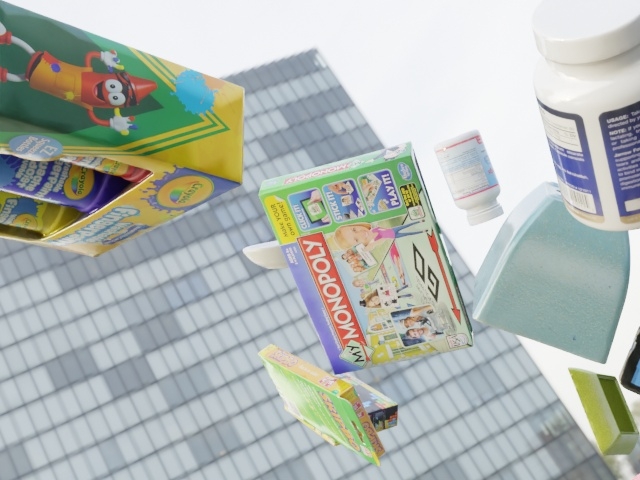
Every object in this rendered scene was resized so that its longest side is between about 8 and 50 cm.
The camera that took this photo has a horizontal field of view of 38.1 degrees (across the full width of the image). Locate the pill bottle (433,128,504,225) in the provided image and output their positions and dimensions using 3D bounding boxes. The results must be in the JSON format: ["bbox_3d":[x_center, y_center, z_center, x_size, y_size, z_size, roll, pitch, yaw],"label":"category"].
[{"bbox_3d":[0.269,-0.111,1.653,0.087,0.160,0.087,-22,4,1],"label":"pill bottle"}]

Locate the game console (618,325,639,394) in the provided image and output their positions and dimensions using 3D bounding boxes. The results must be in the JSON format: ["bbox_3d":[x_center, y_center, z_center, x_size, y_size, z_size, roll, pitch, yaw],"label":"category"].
[{"bbox_3d":[0.823,0.264,2.028,0.173,0.293,0.250,-59,-27,-18],"label":"game console"}]

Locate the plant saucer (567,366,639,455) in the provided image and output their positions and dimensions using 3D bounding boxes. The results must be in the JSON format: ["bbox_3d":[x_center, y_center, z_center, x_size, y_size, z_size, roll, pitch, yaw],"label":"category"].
[{"bbox_3d":[0.600,0.349,1.928,0.045,0.188,0.188,-29,-25,28],"label":"plant saucer"}]

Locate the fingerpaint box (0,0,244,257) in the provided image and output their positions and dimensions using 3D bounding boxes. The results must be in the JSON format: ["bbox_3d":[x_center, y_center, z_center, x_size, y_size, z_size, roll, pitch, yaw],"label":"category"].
[{"bbox_3d":[-0.385,-0.126,1.341,0.371,0.163,0.445,15,-23,-38],"label":"fingerpaint box"}]

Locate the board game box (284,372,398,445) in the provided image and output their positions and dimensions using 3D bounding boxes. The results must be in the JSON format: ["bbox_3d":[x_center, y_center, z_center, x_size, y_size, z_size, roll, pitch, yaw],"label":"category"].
[{"bbox_3d":[0.036,0.305,1.705,0.141,0.170,0.048,-10,-70,-33],"label":"board game box"}]

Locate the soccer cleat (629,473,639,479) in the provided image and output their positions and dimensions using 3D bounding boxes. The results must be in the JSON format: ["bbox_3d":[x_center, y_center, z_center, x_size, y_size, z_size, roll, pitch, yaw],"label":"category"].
[{"bbox_3d":[0.307,0.344,1.032,0.248,0.083,0.095,-48,-15,17],"label":"soccer cleat"}]

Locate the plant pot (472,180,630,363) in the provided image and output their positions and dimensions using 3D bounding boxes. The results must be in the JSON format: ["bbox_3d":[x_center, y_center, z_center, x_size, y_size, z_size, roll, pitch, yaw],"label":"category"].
[{"bbox_3d":[0.441,0.036,1.705,0.247,0.248,0.252,-57,-15,-72],"label":"plant pot"}]

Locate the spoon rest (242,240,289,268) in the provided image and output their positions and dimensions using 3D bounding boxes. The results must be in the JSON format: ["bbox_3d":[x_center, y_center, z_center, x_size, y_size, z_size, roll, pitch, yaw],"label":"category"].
[{"bbox_3d":[0.000,0.000,1.636,0.277,0.084,0.137,-5,3,2],"label":"spoon rest"}]

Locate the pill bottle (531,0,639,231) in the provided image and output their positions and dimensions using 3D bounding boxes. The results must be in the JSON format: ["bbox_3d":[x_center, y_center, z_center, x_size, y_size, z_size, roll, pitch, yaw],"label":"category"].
[{"bbox_3d":[0.324,-0.151,1.037,0.153,0.153,0.264,-30,-52,-5],"label":"pill bottle"}]

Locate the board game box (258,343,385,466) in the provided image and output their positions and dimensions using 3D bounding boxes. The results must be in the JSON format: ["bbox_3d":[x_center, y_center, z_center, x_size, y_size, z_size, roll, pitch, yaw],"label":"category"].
[{"bbox_3d":[0.003,0.239,1.364,0.039,0.259,0.124,-34,-65,-20],"label":"board game box"}]

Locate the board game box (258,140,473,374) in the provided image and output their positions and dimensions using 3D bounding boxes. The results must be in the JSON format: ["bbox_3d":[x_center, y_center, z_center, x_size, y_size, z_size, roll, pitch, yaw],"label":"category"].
[{"bbox_3d":[0.070,0.035,1.290,0.214,0.046,0.317,-15,-62,15],"label":"board game box"}]
